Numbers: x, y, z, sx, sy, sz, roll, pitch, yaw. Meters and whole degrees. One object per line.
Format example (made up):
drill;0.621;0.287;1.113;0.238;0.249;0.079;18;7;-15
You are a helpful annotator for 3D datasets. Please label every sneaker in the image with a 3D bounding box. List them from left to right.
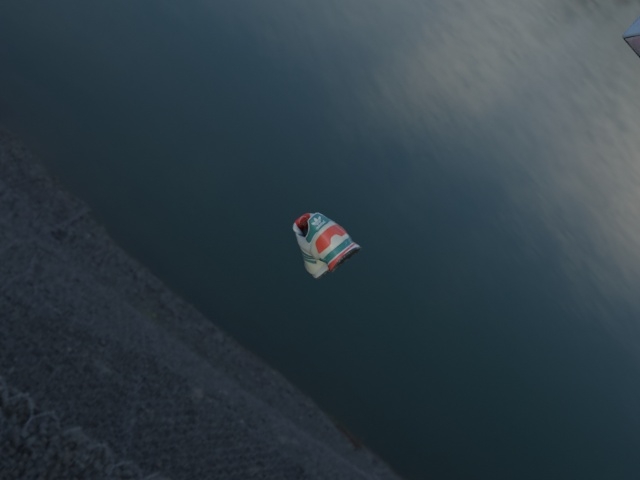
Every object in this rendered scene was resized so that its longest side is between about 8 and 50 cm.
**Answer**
sneaker;0.000;0.000;1.040;0.075;0.057;0.161;52;-11;-1

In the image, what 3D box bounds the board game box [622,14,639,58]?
board game box;0.503;-0.131;0.825;0.318;0.066;0.319;43;-8;-15
